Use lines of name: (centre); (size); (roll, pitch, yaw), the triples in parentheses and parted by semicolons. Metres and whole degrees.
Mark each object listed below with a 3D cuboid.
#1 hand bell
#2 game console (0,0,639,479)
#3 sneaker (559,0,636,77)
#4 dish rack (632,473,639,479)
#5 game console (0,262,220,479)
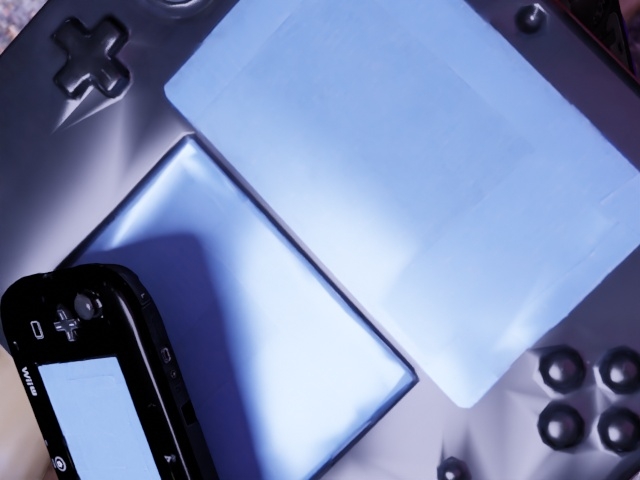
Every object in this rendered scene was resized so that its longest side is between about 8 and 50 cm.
hand bell: (-0.137, 0.048, 0.928); (0.126, 0.126, 0.242); (41, 80, 1)
game console: (0.000, 0.000, 0.815); (0.342, 0.060, 0.386); (-45, 81, 10)
sneaker: (0.127, -0.096, 0.886); (0.102, 0.146, 0.293); (-18, 89, 2)
dish rack: (0.046, 0.072, 0.871); (0.333, 0.072, 0.285); (17, 95, 11)
game console: (-0.086, 0.185, 0.824); (0.213, 0.044, 0.361); (-12, 101, 34)
